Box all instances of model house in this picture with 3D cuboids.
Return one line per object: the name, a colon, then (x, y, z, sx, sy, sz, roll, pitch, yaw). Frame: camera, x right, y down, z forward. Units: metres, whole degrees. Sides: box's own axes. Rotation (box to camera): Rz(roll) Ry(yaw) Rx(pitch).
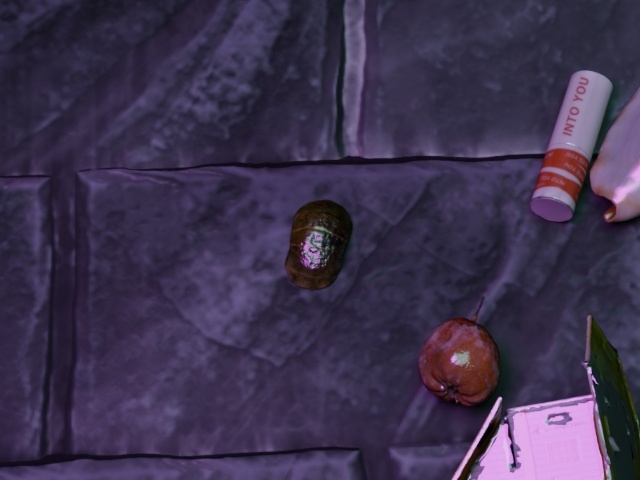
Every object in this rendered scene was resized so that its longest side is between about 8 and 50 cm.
model house: (0.165, 0.179, 1.305, 0.136, 0.219, 0.207, -13, 73, 14)

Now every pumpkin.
pumpkin: (-0.001, -0.001, 1.454, 0.050, 0.028, 0.083, 9, 69, 1)

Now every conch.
conch: (0.298, -0.085, 1.486, 0.104, 0.094, 0.176, 45, 98, 4)

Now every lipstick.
lipstick: (0.212, -0.080, 1.490, 0.038, 0.038, 0.130, 17, 65, 7)

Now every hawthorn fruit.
hawthorn fruit: (0.118, 0.081, 1.400, 0.067, 0.067, 0.103, 17, 61, 7)
